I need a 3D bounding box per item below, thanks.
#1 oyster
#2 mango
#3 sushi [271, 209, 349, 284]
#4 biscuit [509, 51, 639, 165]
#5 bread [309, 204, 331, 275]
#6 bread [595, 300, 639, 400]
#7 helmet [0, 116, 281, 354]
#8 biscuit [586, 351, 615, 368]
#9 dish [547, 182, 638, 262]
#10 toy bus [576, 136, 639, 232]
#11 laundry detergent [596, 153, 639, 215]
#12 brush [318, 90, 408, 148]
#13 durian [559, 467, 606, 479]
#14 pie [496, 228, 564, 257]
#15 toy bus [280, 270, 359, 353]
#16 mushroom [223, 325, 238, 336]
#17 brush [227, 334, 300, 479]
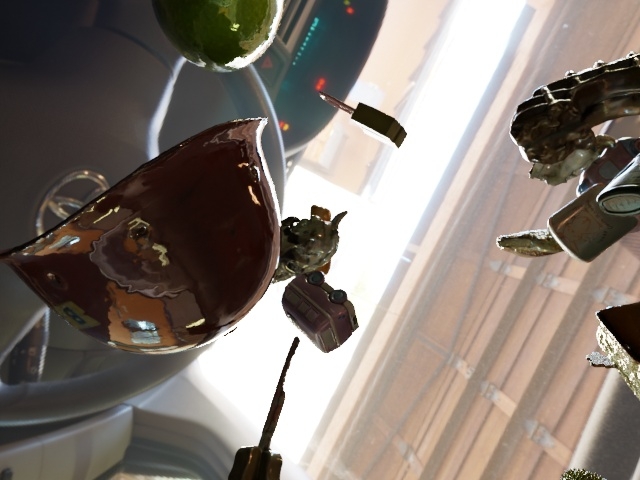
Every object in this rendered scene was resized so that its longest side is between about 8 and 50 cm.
[{"bbox_3d":[0.618,-0.214,1.107,0.163,0.191,0.081,68,28,-42],"label":"oyster"},{"bbox_3d":[-0.118,-0.302,0.531,0.343,0.156,0.192,-120,-138,-54],"label":"mango"},{"bbox_3d":[-0.060,0.023,0.929,0.134,0.272,0.109,-120,-169,-52],"label":"sushi"},{"bbox_3d":[0.564,-0.267,0.853,0.366,0.115,0.268,-9,-148,32],"label":"biscuit"},{"bbox_3d":[0.000,0.000,1.469,0.092,0.074,0.239,16,74,-73],"label":"bread"},{"bbox_3d":[0.810,0.245,0.926,0.324,0.333,0.143,-102,172,-53],"label":"bread"},{"bbox_3d":[-0.175,0.019,0.566,0.385,0.230,0.337,-9,-156,47],"label":"helmet"},{"bbox_3d":[0.781,0.332,1.227,0.082,0.092,0.016,-23,116,-57],"label":"biscuit"},{"bbox_3d":[0.714,-0.038,1.203,0.212,0.151,0.077,-32,166,-13],"label":"dish"},{"bbox_3d":[0.944,-0.158,1.395,0.231,0.294,0.197,-27,154,6],"label":"toy bus"},{"bbox_3d":[0.737,-0.152,1.016,0.222,0.078,0.144,-45,-171,-18],"label":"laundry detergent"},{"bbox_3d":[0.084,-0.292,1.041,0.047,0.233,0.103,-60,154,7],"label":"brush"},{"bbox_3d":[0.647,0.636,1.073,0.146,0.198,0.159,2,-131,48],"label":"durian"},{"bbox_3d":[0.650,0.011,1.360,0.205,0.178,0.084,-8,-92,61],"label":"pie"},{"bbox_3d":[-0.008,0.184,1.200,0.142,0.202,0.142,-38,137,-18],"label":"toy bus"},{"bbox_3d":[-0.348,0.178,1.498,0.292,0.292,0.290,-112,-175,-83],"label":"mushroom"},{"bbox_3d":[-0.080,0.284,0.654,0.084,0.071,0.301,115,-8,-64],"label":"brush"}]
